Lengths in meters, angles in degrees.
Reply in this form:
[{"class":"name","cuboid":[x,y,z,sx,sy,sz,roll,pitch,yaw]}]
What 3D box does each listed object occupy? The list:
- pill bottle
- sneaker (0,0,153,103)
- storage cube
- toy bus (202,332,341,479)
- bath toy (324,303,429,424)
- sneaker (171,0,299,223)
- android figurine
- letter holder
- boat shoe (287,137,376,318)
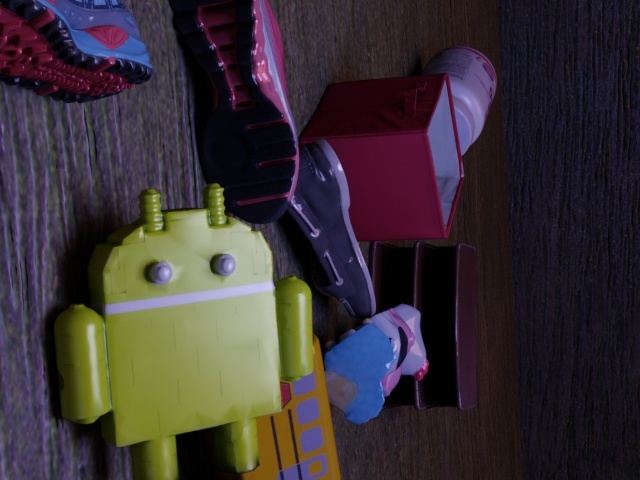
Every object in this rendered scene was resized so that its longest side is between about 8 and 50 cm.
[{"class":"pill bottle","cuboid":[0.262,-0.275,2.022,0.283,0.160,0.160,-61,144,-55]},{"class":"sneaker","cuboid":[-0.229,-0.187,0.759,0.262,0.104,0.125,16,56,-74]},{"class":"storage cube","cuboid":[0.099,-0.126,1.500,0.184,0.193,0.215,-66,148,-50]},{"class":"toy bus","cuboid":[-0.060,0.199,1.064,0.130,0.108,0.333,-18,111,-24]},{"class":"bath toy","cuboid":[0.092,0.187,1.540,0.129,0.151,0.348,58,15,6]},{"class":"sneaker","cuboid":[-0.072,-0.177,1.136,0.136,0.115,0.314,-52,137,-63]},{"class":"android figurine","cuboid":[-0.119,0.086,0.904,0.248,0.056,0.273,-5,97,-31]},{"class":"letter holder","cuboid":[0.183,0.152,1.786,0.214,0.152,0.302,14,75,-68]},{"class":"boat shoe","cuboid":[0.000,0.000,1.395,0.112,0.095,0.335,57,-12,44]}]
